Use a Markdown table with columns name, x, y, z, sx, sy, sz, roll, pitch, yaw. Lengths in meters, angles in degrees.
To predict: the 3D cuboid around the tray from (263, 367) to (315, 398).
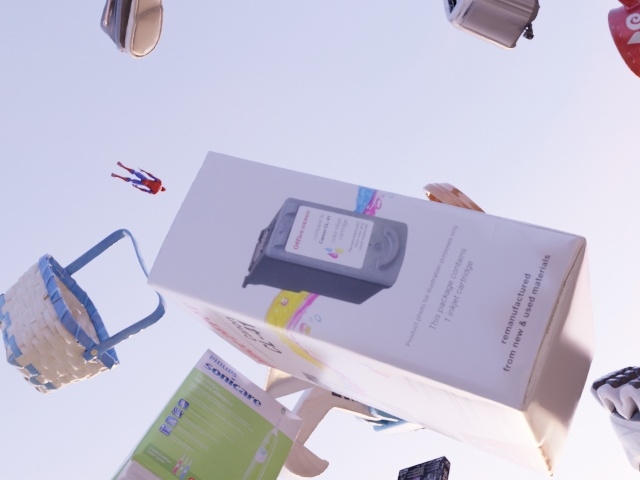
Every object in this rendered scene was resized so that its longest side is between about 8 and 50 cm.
| name | x | y | z | sx | sy | sz | roll | pitch | yaw |
| --- | --- | --- | --- | --- | --- | --- | --- | --- | --- |
| tray | -0.033 | 0.213 | 1.407 | 0.145 | 0.030 | 0.270 | -15 | -27 | -18 |

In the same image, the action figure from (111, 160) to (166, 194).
| name | x | y | z | sx | sy | sz | roll | pitch | yaw |
| --- | --- | --- | --- | --- | --- | --- | --- | --- | --- |
| action figure | -0.332 | -0.112 | 1.458 | 0.115 | 0.030 | 0.038 | 26 | -91 | -44 |

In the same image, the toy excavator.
| name | x | y | z | sx | sy | sz | roll | pitch | yaw |
| --- | --- | --- | --- | --- | --- | --- | --- | --- | --- |
| toy excavator | 0.105 | 0.330 | 1.740 | 0.444 | 0.222 | 0.433 | 16 | -117 | -20 |

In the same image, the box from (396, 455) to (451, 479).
| name | x | y | z | sx | sy | sz | roll | pitch | yaw |
| --- | --- | --- | --- | --- | --- | --- | --- | --- | --- |
| box | 0.146 | 0.352 | 1.144 | 0.018 | 0.083 | 0.067 | 52 | -150 | -16 |

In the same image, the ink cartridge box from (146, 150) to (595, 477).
| name | x | y | z | sx | sy | sz | roll | pitch | yaw |
| --- | --- | --- | --- | --- | --- | --- | --- | --- | --- |
| ink cartridge box | 0.052 | 0.060 | 0.640 | 0.131 | 0.306 | 0.226 | -67 | -29 | -17 |

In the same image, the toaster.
| name | x | y | z | sx | sy | sz | roll | pitch | yaw |
| --- | --- | --- | --- | --- | --- | --- | --- | --- | --- |
| toaster | 0.324 | -0.466 | 1.519 | 0.146 | 0.227 | 0.129 | 15 | -42 | -15 |

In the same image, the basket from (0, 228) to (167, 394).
| name | x | y | z | sx | sy | sz | roll | pitch | yaw |
| --- | --- | --- | --- | --- | --- | --- | --- | --- | --- |
| basket | -0.445 | 0.124 | 1.474 | 0.288 | 0.255 | 0.201 | -35 | -45 | -1 |

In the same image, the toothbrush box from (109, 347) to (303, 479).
| name | x | y | z | sx | sy | sz | roll | pitch | yaw |
| --- | --- | --- | --- | --- | --- | --- | --- | --- | --- |
| toothbrush box | -0.173 | 0.335 | 1.222 | 0.122 | 0.206 | 0.283 | -51 | 4 | 30 |

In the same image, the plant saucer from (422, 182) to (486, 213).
| name | x | y | z | sx | sy | sz | roll | pitch | yaw |
| --- | --- | --- | --- | --- | --- | --- | --- | --- | --- |
| plant saucer | 0.252 | -0.030 | 1.306 | 0.037 | 0.200 | 0.200 | -47 | -43 | 2 |

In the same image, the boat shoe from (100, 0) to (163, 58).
| name | x | y | z | sx | sy | sz | roll | pitch | yaw |
| --- | --- | --- | --- | --- | --- | --- | --- | --- | --- |
| boat shoe | -0.297 | -0.457 | 1.274 | 0.112 | 0.095 | 0.335 | -39 | -22 | -49 |

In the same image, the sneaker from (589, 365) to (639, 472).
| name | x | y | z | sx | sy | sz | roll | pitch | yaw |
| --- | --- | --- | --- | --- | --- | --- | --- | --- | --- |
| sneaker | 0.399 | 0.188 | 0.775 | 0.110 | 0.292 | 0.118 | -15 | -90 | -22 |

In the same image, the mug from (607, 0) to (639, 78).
| name | x | y | z | sx | sy | sz | roll | pitch | yaw |
| --- | --- | --- | --- | --- | --- | --- | --- | --- | --- |
| mug | 0.483 | -0.312 | 1.057 | 0.150 | 0.169 | 0.113 | 26 | -126 | -36 |
